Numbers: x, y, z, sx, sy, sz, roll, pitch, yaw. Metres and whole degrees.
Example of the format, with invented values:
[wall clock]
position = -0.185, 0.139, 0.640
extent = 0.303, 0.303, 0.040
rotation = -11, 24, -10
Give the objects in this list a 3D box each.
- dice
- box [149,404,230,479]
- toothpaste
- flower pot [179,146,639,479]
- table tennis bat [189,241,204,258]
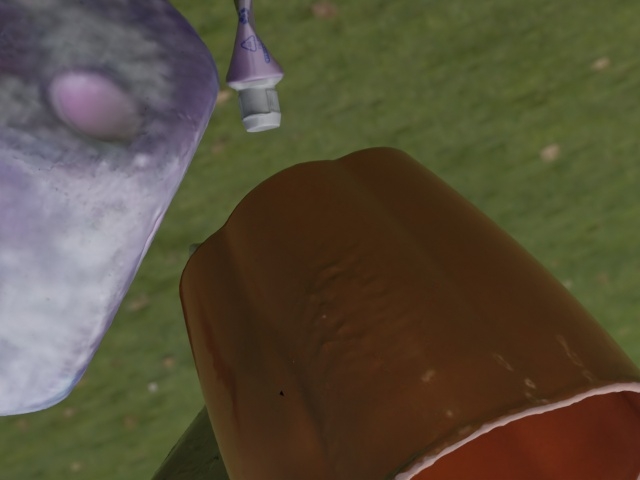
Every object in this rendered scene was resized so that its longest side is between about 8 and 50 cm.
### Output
[dice]
position = -0.246, -0.057, 1.402
extent = 0.270, 0.270, 0.271
rotation = -59, -173, 36
[box]
position = -0.024, 0.260, 1.761
extent = 0.190, 0.225, 0.297
rotation = -27, -163, 36
[toothpaste]
position = -0.066, -0.236, 1.500
extent = 0.048, 0.301, 0.075
rotation = -7, 177, -28
[flower pot]
position = 0.031, 0.062, 0.840
extent = 0.191, 0.173, 0.190
rotation = -23, 146, -16
[table tennis bat]
position = 0.000, 0.000, 1.708
extent = 0.247, 0.022, 0.138
rotation = -7, -169, -25
